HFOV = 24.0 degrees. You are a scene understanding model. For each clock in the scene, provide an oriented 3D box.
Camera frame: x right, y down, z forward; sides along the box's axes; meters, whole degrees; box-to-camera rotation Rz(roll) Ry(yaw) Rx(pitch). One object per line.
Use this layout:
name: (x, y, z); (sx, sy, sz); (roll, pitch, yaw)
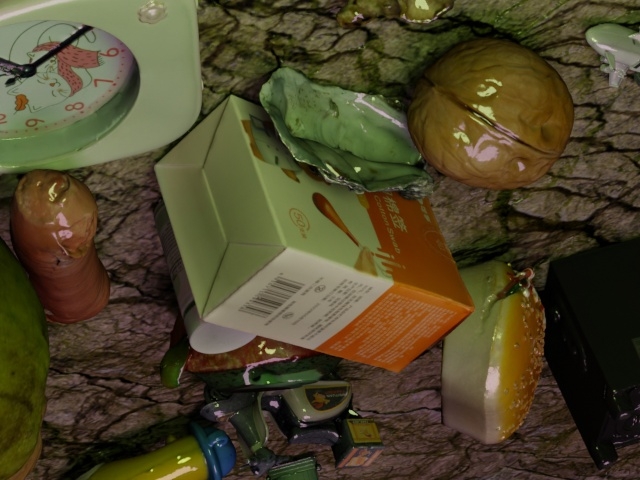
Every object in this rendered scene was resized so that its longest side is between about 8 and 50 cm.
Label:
clock: (-0.276, -0.175, 1.415); (0.324, 0.109, 0.265); (-12, 149, -11)

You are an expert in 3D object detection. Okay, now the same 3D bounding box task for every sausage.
sausage: (-0.279, 0.014, 1.623); (0.094, 0.094, 0.419); (-16, 168, -10)

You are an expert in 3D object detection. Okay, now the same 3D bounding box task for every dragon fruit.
dragon fruit: (-0.073, 0.120, 1.897); (0.268, 0.130, 0.295); (-4, 171, -11)

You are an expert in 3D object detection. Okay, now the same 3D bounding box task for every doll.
doll: (-0.279, 0.382, 2.253); (0.363, 0.145, 0.199); (-35, 160, 19)

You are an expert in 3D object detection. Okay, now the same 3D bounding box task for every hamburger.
hamburger: (0.240, 0.157, 2.111); (0.151, 0.227, 0.295); (4, 152, 6)

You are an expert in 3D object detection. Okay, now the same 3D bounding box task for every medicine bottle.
medicine bottle: (-0.132, 0.032, 1.742); (0.086, 0.183, 0.086); (-15, 148, -9)

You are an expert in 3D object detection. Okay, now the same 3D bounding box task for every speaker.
speaker: (0.443, 0.167, 2.202); (0.184, 0.254, 0.232); (-16, 149, -8)

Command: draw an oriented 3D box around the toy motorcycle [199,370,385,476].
toy motorcycle: (-0.048, 0.259, 2.172); (0.263, 0.157, 0.091); (1, 142, -32)

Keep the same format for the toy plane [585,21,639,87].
toy plane: (0.373, -0.218, 1.747); (0.171, 0.065, 0.162); (-1, 155, -36)

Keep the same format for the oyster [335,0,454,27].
oyster: (0.162, -0.317, 1.452); (0.361, 0.096, 0.221); (-27, 141, 8)

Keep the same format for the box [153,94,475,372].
box: (0.000, 0.000, 1.725); (0.143, 0.225, 0.341); (-39, 143, 27)

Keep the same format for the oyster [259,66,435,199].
oyster: (0.035, -0.115, 1.670); (0.087, 0.199, 0.252); (-38, 176, 29)

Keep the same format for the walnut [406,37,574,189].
walnut: (0.190, -0.140, 1.675); (0.207, 0.167, 0.167); (15, 135, -46)

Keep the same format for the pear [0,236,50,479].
pear: (-0.458, 0.085, 1.489); (0.413, 0.352, 0.352); (25, 132, -18)

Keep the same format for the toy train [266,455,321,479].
toy train: (-0.042, 0.390, 2.472); (0.093, 0.056, 0.038); (-15, 153, -2)

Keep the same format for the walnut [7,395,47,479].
walnut: (-0.460, 0.226, 1.839); (0.257, 0.257, 0.224); (-12, 112, -12)
